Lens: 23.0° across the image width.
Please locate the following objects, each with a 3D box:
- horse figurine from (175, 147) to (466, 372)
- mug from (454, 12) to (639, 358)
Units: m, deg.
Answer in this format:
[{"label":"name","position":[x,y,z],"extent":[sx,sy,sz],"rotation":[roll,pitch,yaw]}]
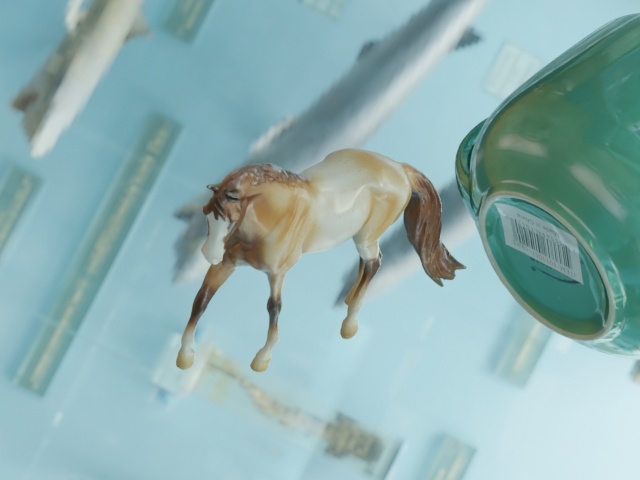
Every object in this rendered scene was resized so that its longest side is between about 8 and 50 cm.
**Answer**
[{"label":"horse figurine","position":[0.000,0.000,1.088],"extent":[0.263,0.066,0.174],"rotation":[-16,131,-40]},{"label":"mug","position":[0.120,-0.012,0.664],"extent":[0.097,0.129,0.158],"rotation":[-37,178,-25]}]
